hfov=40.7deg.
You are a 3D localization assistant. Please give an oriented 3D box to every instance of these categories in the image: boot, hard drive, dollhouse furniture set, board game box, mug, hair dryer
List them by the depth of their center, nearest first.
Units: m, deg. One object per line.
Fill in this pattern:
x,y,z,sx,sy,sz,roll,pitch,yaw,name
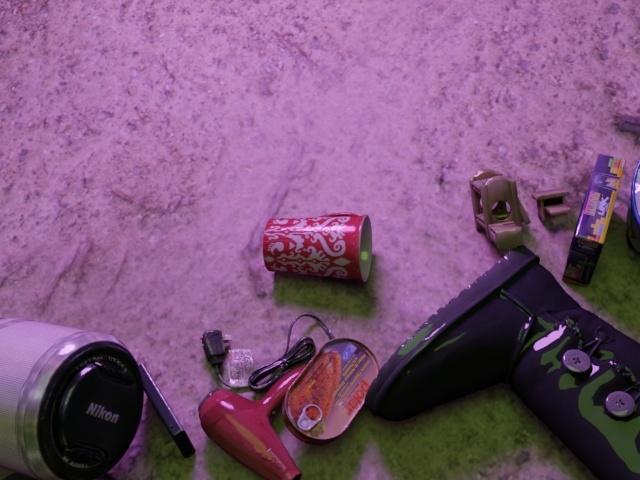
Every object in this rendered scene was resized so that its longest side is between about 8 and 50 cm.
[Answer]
0.337,0.262,1.247,0.367,0.146,0.445,-41,68,-11,boot
-0.242,0.263,1.333,0.022,0.094,0.135,-31,59,-15,hard drive
-0.079,0.243,1.335,0.223,0.080,0.293,-8,57,1,hair dryer
0.341,-0.066,1.403,0.161,0.182,0.101,-10,101,1,dollhouse furniture set
0.444,-0.031,1.404,0.048,0.141,0.170,16,61,16,board game box
-0.001,0.010,1.476,0.169,0.150,0.113,1,94,13,mug

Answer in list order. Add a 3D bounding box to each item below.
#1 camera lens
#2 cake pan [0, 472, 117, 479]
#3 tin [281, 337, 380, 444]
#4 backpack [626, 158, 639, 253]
-0.418,0.231,1.273,0.274,0.219,0.219,5,57,32,camera lens
-0.407,0.458,1.257,0.293,0.054,0.293,-3,58,5,cake pan
0.017,0.231,1.324,0.106,0.040,0.190,34,52,11,tin
0.627,-0.059,1.370,0.263,0.213,0.276,7,61,24,backpack
